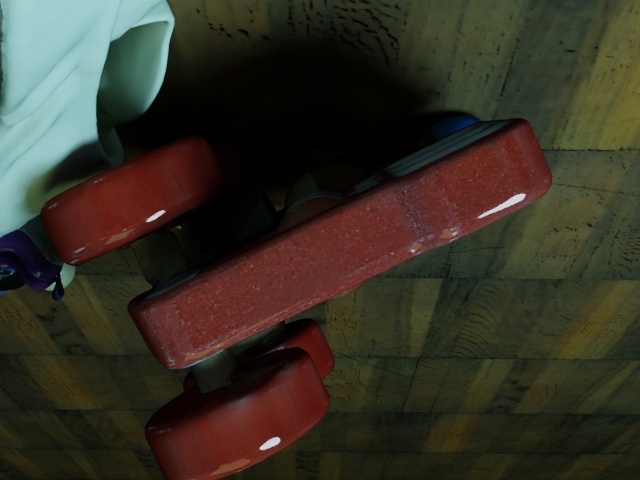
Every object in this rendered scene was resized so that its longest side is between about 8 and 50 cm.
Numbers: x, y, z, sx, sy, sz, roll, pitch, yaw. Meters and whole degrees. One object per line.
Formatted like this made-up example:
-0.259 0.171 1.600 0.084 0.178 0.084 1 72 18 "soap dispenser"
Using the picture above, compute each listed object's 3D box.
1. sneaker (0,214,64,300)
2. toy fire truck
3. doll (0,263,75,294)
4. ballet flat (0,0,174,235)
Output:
-0.283 -0.011 0.756 0.224 0.098 0.083 4 157 -9 "sneaker"
0.000 0.000 0.653 0.254 0.169 0.302 -24 -177 4 "toy fire truck"
-0.297 0.019 0.896 0.189 0.046 0.129 6 157 -13 "doll"
-0.128 -0.114 0.507 0.139 0.139 0.400 6 160 -14 "ballet flat"
